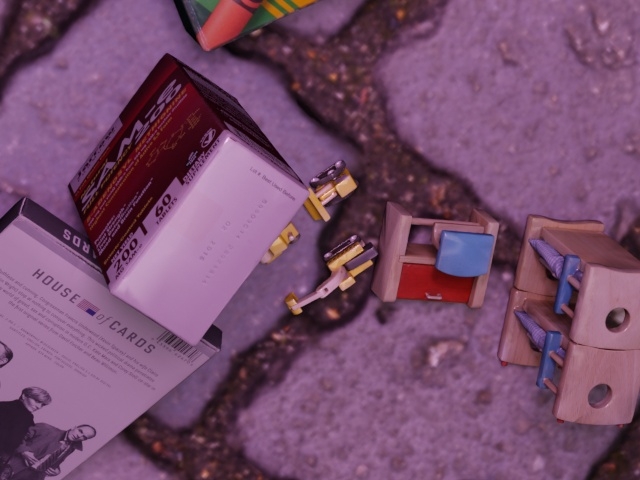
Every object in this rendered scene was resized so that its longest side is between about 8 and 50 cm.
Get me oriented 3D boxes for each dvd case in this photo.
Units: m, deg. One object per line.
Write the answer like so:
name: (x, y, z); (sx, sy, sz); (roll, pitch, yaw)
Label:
dvd case: (-0.213, 0.089, 1.346); (0.179, 0.029, 0.239); (36, 123, -23)

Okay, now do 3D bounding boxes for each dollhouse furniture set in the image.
dollhouse furniture set: (0.144, 0.057, 1.434); (0.184, 0.129, 0.129); (5, 107, -18)

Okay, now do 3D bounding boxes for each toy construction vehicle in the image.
toy construction vehicle: (0.000, 0.000, 1.426); (0.098, 0.035, 0.086); (-33, 114, -3)

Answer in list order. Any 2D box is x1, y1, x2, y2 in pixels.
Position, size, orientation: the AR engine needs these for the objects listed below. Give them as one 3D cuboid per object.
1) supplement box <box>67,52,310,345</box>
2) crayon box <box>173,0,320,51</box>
supplement box: (-0.097, -0.036, 1.275); (0.073, 0.239, 0.130); (35, 96, -22)
crayon box: (-0.057, -0.316, 1.278); (0.202, 0.081, 0.318); (-26, 113, -5)
